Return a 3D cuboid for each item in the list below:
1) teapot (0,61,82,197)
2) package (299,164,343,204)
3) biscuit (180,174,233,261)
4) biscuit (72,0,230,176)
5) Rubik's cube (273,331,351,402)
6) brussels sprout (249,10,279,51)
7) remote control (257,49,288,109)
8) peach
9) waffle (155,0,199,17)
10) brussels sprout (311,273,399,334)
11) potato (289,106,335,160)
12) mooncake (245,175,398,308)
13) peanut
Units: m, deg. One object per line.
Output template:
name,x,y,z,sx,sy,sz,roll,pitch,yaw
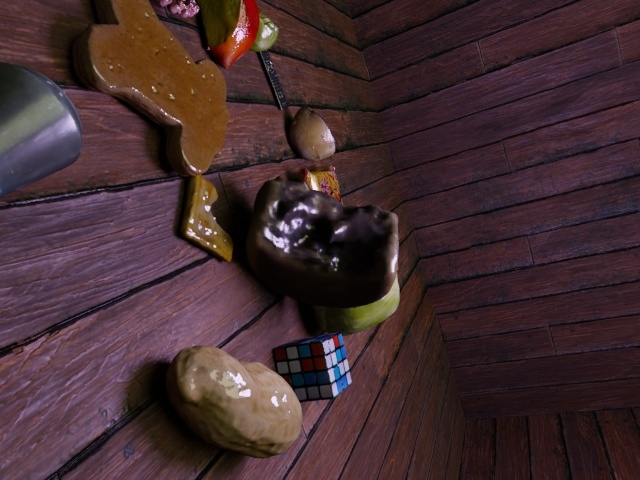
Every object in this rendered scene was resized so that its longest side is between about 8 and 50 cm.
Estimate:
teapot,-0.464,-0.131,0.632,0.203,0.171,0.225,33,46,-12
package,0.001,-0.157,1.724,0.288,0.108,0.224,-23,103,-58
biscuit,-0.269,-0.057,1.146,0.174,0.038,0.184,36,46,-54
biscuit,-0.363,-0.350,1.070,0.394,0.076,0.368,40,42,-48
Rubik's cube,-0.019,0.354,1.324,0.151,0.154,0.155,3,75,-66
brussels sprout,-0.218,-0.672,1.511,0.151,0.122,0.149,45,9,20
remote control,-0.173,-0.581,1.667,0.245,0.025,0.063,69,26,-16
peach,-0.252,-0.636,1.363,0.158,0.153,0.268,-8,83,-67
waffle,-0.388,-0.630,1.128,0.221,0.055,0.234,54,20,-11
brussels sprout,0.098,0.166,1.538,0.328,0.327,0.247,-56,153,-59
potato,-0.051,-0.368,1.710,0.117,0.182,0.202,-37,109,-18
mooncake,0.000,0.000,1.273,0.394,0.393,0.246,46,40,-33
peanut,-0.168,0.335,0.990,0.387,0.169,0.192,49,29,-45
